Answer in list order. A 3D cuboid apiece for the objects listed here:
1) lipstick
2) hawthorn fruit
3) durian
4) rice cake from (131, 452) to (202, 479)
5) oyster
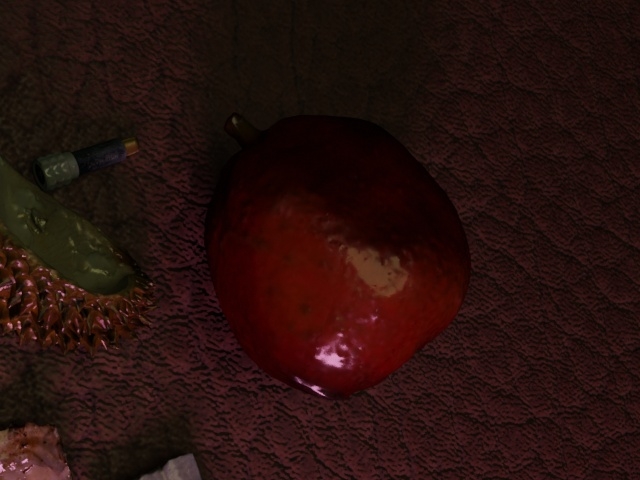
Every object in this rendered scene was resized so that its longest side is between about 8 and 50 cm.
[{"bbox_3d":[-0.234,-0.084,0.997,0.116,0.037,0.037,-23,96,-31],"label":"lipstick"},{"bbox_3d":[0.000,0.000,0.990,0.265,0.265,0.307,-39,90,-25],"label":"hawthorn fruit"},{"bbox_3d":[-0.256,0.019,0.926,0.252,0.144,0.139,33,59,-19],"label":"durian"},{"bbox_3d":[-0.145,0.346,0.993,0.127,0.043,0.237,-24,95,-26],"label":"rice cake"},{"bbox_3d":[-0.278,0.260,0.927,0.105,0.056,0.177,-20,94,-16],"label":"oyster"}]
